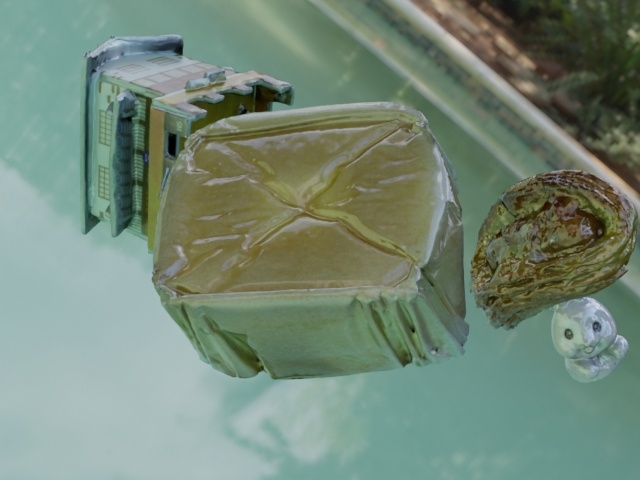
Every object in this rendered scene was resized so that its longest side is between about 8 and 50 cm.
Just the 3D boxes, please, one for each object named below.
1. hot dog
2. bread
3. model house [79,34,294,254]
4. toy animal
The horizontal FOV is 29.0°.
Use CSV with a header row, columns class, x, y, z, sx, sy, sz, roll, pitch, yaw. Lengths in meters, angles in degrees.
class,x,y,z,sx,sy,sz,roll,pitch,yaw
hot dog,0.269,0.010,1.517,0.114,0.259,0.175,21,61,-20
bread,-0.002,0.001,0.878,0.110,0.209,0.192,72,15,-50
model house,-0.171,-0.108,1.445,0.215,0.224,0.198,20,29,31
toy animal,0.389,0.112,1.875,0.221,0.103,0.131,60,13,-29
